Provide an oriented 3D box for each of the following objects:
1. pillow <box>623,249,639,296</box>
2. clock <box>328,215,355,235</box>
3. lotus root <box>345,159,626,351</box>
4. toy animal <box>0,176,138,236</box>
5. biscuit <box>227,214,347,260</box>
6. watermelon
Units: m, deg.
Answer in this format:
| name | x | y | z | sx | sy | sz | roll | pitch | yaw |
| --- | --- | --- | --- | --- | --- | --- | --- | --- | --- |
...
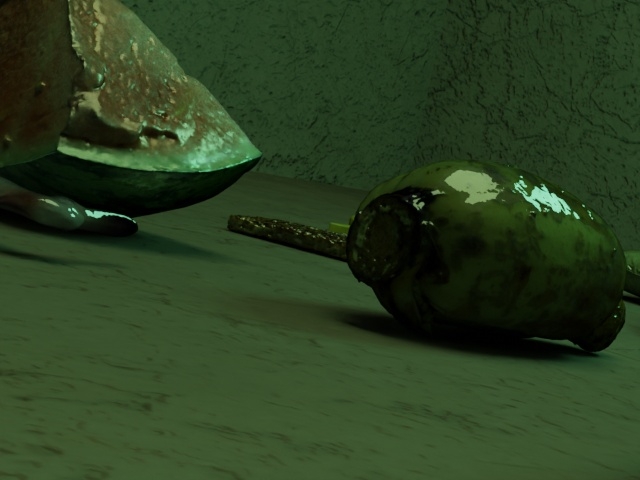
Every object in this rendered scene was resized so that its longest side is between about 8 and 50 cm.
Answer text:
| name | x | y | z | sx | sy | sz | roll | pitch | yaw |
| --- | --- | --- | --- | --- | --- | --- | --- | --- | --- |
| pillow | 0.539 | 0.071 | 2.089 | 0.185 | 0.074 | 0.302 | 11 | 5 | -36 |
| clock | 0.174 | -0.002 | 2.036 | 0.277 | 0.071 | 0.293 | 13 | 4 | 22 |
| lotus root | 0.157 | 0.019 | 1.280 | 0.309 | 0.173 | 0.173 | 18 | -1 | -42 |
| toy animal | -0.327 | -0.055 | 1.193 | 0.324 | 0.090 | 0.195 | 11 | 4 | 12 |
| biscuit | 0.010 | 0.001 | 1.843 | 0.237 | 0.026 | 0.131 | 14 | 6 | 31 |
| watermelon | -0.282 | -0.108 | 1.491 | 0.292 | 0.319 | 0.222 | -31 | 11 | 36 |
